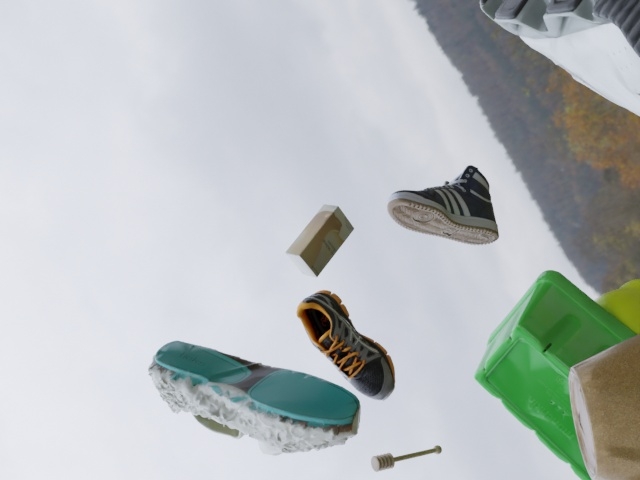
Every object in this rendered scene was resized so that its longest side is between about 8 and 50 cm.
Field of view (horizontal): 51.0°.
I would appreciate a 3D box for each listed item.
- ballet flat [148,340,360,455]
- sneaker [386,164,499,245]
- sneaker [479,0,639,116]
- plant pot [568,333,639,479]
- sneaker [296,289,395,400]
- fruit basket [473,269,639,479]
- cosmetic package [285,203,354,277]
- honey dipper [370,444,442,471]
[{"bbox_3d":[-0.106,0.268,1.086,0.147,0.408,0.147,-23,-61,-52],"label":"ballet flat"},{"bbox_3d":[0.255,-0.094,1.418,0.282,0.099,0.153,16,-118,-29],"label":"sneaker"},{"bbox_3d":[0.226,-0.121,0.381,0.146,0.122,0.330,32,-165,-22],"label":"sneaker"},{"bbox_3d":[0.397,0.175,0.682,0.237,0.254,0.237,-10,-90,-79],"label":"plant pot"},{"bbox_3d":[0.035,0.173,1.086,0.215,0.084,0.083,48,-160,22],"label":"sneaker"},{"bbox_3d":[0.531,0.226,1.280,0.391,0.283,0.392,16,-141,-13],"label":"fruit basket"},{"bbox_3d":[0.000,0.000,1.134,0.115,0.041,0.060,-53,-54,-21],"label":"cosmetic package"},{"bbox_3d":[0.172,0.419,1.307,0.160,0.030,0.031,-3,-118,-29],"label":"honey dipper"}]
